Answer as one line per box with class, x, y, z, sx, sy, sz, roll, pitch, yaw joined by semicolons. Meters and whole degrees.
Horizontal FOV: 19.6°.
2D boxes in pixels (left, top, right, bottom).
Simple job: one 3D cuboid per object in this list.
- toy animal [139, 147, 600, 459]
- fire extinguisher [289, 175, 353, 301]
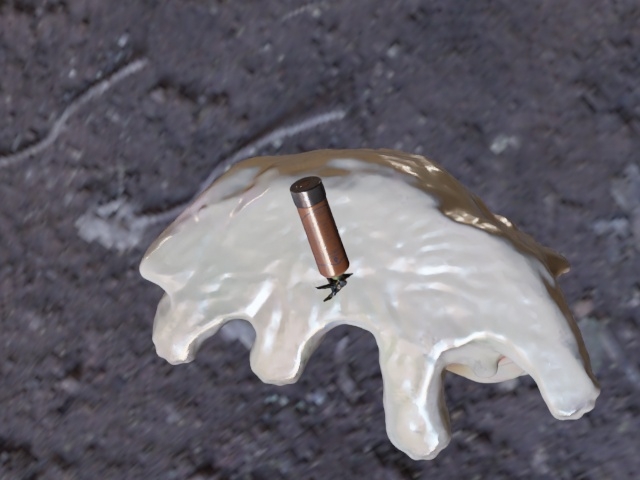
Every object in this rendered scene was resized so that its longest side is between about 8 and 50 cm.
toy animal;0.038;0.032;1.434;0.266;0.308;0.188;60;25;-13
fire extinguisher;0.000;0.000;1.201;0.028;0.022;0.083;-25;117;-12
